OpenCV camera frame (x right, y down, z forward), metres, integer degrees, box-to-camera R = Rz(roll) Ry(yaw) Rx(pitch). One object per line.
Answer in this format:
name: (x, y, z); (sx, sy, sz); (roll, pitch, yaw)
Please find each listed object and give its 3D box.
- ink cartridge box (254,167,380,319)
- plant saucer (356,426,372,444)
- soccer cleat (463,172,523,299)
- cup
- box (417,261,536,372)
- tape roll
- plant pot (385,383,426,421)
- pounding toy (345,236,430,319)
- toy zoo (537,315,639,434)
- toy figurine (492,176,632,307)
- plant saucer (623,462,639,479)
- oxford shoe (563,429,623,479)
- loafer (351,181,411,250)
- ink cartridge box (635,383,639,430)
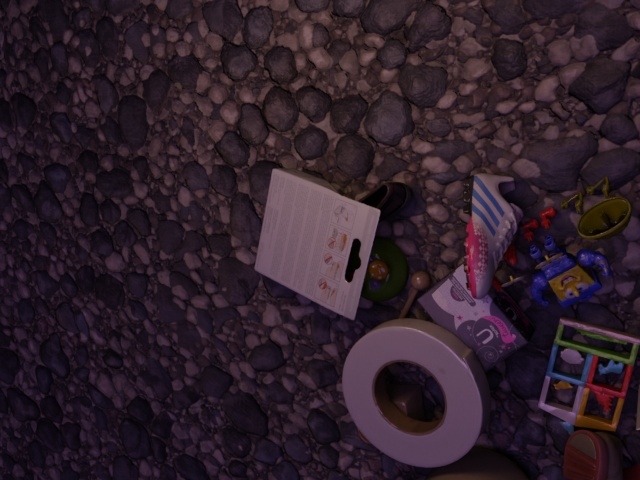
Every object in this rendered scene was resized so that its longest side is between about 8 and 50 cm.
ink cartridge box: (0.000, 0.000, 1.935); (0.385, 0.091, 0.308); (24, 109, 36)
plant saucer: (0.141, 0.556, 2.076); (0.083, 0.015, 0.083); (5, 103, 24)
soccer cleat: (0.413, -0.020, 1.710); (0.143, 0.116, 0.331); (-1, 64, 12)
cup: (0.365, 0.719, 1.835); (0.331, 0.237, 0.331); (0, 90, 39)
box: (0.397, 0.185, 1.811); (0.163, 0.142, 0.247); (-42, 82, 26)
tape roll: (0.240, 0.389, 1.834); (0.392, 0.072, 0.391); (9, 108, 29)
plant pot: (0.219, 0.463, 1.975); (0.109, 0.096, 0.109); (-5, 98, 25)
pounding toy: (0.156, 0.103, 1.926); (0.237, 0.110, 0.183); (37, 113, 15)
toy zoo: (0.660, 0.350, 1.783); (0.192, 0.030, 0.293); (14, 106, 22)
toy figurine: (0.607, 0.048, 1.719); (0.363, 0.191, 0.217); (-35, 114, 23)
plant saucer: (0.873, 0.648, 1.735); (0.258, 0.048, 0.259); (-35, 84, 26)
oxford shoe: (0.669, 0.661, 1.730); (0.140, 0.147, 0.396); (8, 89, 61)
loafer: (0.100, -0.064, 1.914); (0.302, 0.095, 0.109); (-37, 61, 26)
ink cartridge box: (0.825, 0.352, 1.570); (0.239, 0.275, 0.060); (-27, 88, 27)
